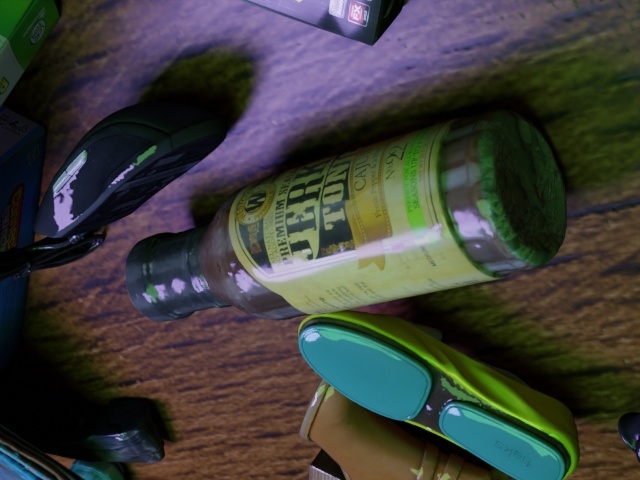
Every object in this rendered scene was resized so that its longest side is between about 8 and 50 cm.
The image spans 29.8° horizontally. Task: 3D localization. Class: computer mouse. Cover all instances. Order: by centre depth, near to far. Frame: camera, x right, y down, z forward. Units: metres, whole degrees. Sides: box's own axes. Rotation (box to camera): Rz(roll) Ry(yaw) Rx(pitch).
[{"bbox_3d":[-0.198,-0.035,0.908,0.262,0.184,0.060,-34,82,45],"label":"computer mouse"}]

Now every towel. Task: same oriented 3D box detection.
[{"bbox_3d":[-0.418,0.143,1.156,0.370,0.040,0.271,41,156,-25],"label":"towel"}]

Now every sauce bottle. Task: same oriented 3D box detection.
[{"bbox_3d":[0.000,0.000,0.859,0.344,0.111,0.111,-16,116,36],"label":"sauce bottle"}]

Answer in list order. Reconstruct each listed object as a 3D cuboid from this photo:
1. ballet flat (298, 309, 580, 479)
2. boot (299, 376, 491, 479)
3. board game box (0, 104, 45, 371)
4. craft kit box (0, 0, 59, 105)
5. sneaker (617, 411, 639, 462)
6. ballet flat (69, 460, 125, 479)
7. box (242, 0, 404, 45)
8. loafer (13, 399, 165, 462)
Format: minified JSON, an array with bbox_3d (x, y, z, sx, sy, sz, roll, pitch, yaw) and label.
[{"bbox_3d":[0.093,0.108,0.916,0.231,0.077,0.077,28,130,5],"label":"ballet flat"},{"bbox_3d":[0.067,0.172,0.992,0.152,0.073,0.197,18,144,18],"label":"boot"},{"bbox_3d":[-0.409,-0.035,1.081,0.302,0.086,0.308,28,134,7],"label":"board game box"},{"bbox_3d":[-0.361,-0.127,0.872,0.249,0.247,0.061,25,163,10],"label":"craft kit box"},{"bbox_3d":[0.254,0.133,0.842,0.097,0.084,0.235,7,128,26],"label":"sneaker"},{"bbox_3d":[-0.256,0.326,1.284,0.083,0.087,0.247,22,134,12],"label":"ballet flat"},{"bbox_3d":[-0.023,-0.250,0.710,0.183,0.056,0.231,22,133,12],"label":"box"},{"bbox_3d":[-0.229,0.197,1.186,0.170,0.062,0.061,-3,129,33],"label":"loafer"}]
